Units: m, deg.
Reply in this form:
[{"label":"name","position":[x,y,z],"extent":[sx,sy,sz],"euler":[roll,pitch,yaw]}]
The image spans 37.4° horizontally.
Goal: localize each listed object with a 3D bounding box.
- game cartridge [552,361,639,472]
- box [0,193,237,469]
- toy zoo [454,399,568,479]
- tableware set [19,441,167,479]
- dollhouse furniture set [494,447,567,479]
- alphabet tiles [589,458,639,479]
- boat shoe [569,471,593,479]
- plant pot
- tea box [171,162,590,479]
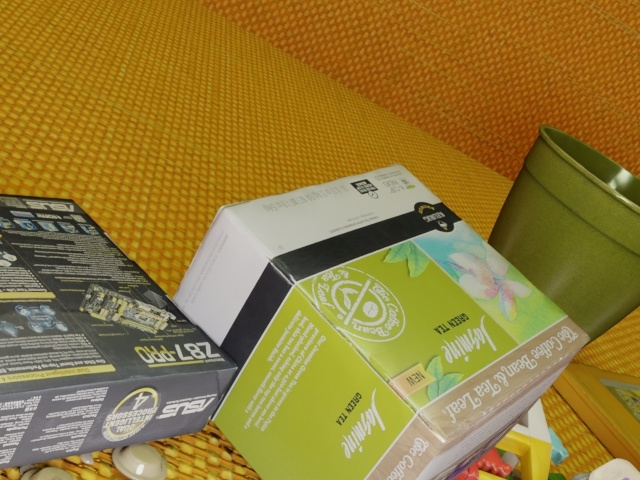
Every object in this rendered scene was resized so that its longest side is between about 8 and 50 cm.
[{"label":"game cartridge","position":[0.586,0.335,1.692],"extent":[0.324,0.052,0.285],"euler":[17,25,-39]},{"label":"box","position":[-0.311,0.064,0.865],"extent":[0.318,0.097,0.395],"euler":[37,19,29]},{"label":"toy zoo","position":[0.186,0.230,1.212],"extent":[0.293,0.030,0.192],"euler":[21,40,-8]},{"label":"tableware set","position":[-0.195,0.207,0.835],"extent":[0.169,0.020,0.141],"euler":[23,17,-16]},{"label":"dollhouse furniture set","position":[0.262,0.291,1.285],"extent":[0.076,0.058,0.151],"euler":[16,26,-40]},{"label":"alphabet tiles","position":[0.339,0.369,0.993],"extent":[0.278,0.284,0.021],"euler":[52,-18,44]},{"label":"boat shoe","position":[0.438,0.339,1.186],"extent":[0.320,0.118,0.103],"euler":[9,33,-36]},{"label":"plant pot","position":[0.462,0.032,1.767],"extent":[0.366,0.353,0.366],"euler":[29,21,-12]},{"label":"tea box","position":[0.058,0.113,1.046],"extent":[0.323,0.220,0.329],"euler":[45,35,20]}]
